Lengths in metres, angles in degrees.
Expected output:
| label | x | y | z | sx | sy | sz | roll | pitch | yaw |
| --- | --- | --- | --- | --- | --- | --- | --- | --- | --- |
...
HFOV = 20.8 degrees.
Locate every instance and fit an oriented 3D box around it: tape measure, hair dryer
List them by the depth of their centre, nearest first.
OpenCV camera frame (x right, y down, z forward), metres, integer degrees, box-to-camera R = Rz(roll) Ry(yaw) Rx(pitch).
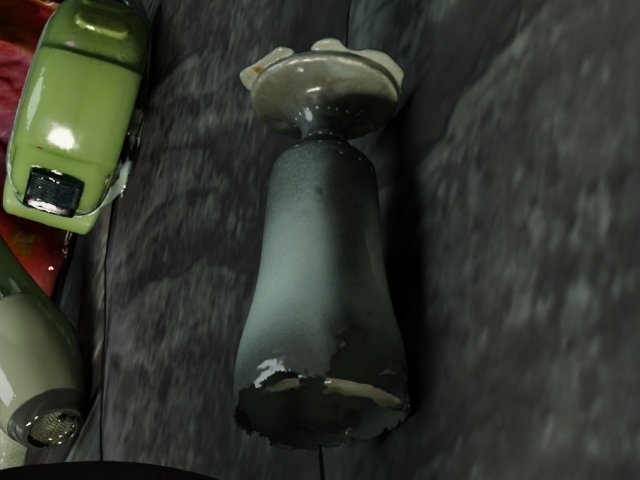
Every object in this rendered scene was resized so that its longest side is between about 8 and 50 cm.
| label | x | y | z | sx | sy | sz | roll | pitch | yaw |
| --- | --- | --- | --- | --- | --- | --- | --- | --- | --- |
| tape measure | -0.163 | -0.090 | 1.196 | 0.154 | 0.087 | 0.177 | -138 | 63 | -82 |
| hair dryer | -0.241 | 0.073 | 1.284 | 0.225 | 0.088 | 0.219 | 127 | 128 | -60 |

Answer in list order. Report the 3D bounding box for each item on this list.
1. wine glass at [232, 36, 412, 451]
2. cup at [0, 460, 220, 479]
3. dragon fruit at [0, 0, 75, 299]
| label | x | y | z | sx | sy | sz | roll | pitch | yaw |
| --- | --- | --- | --- | --- | --- | --- | --- | --- | --- |
| wine glass | 0.000 | 0.000 | 0.699 | 0.072 | 0.072 | 0.155 | 129 | 148 | -53 |
| cup | -0.085 | 0.233 | 0.651 | 0.196 | 0.196 | 0.279 | -118 | 35 | -62 |
| dragon fruit | -0.344 | -0.044 | 1.482 | 0.371 | 0.249 | 0.386 | -130 | 53 | -61 |
